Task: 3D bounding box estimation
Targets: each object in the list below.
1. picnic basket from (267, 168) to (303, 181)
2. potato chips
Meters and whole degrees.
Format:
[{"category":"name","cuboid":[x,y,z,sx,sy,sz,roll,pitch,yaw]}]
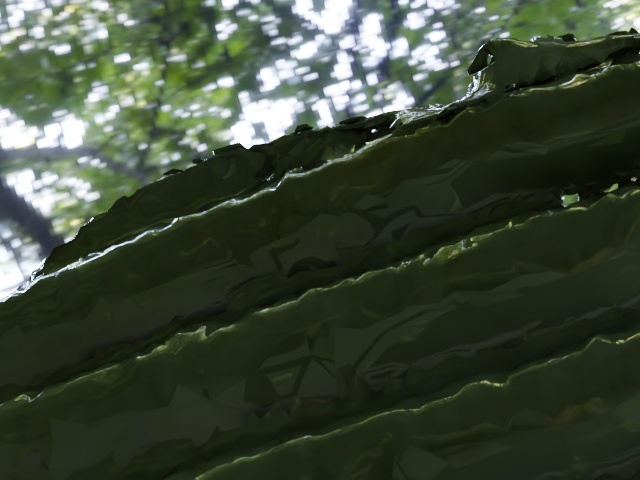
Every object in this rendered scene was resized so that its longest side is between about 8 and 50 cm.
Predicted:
[{"category":"picnic basket","cuboid":[0.000,0.000,0.761,0.083,0.065,0.083,-15,-56,-12]},{"category":"potato chips","cuboid":[0.048,0.098,0.554,0.429,0.070,0.358,-17,-119,8]}]
